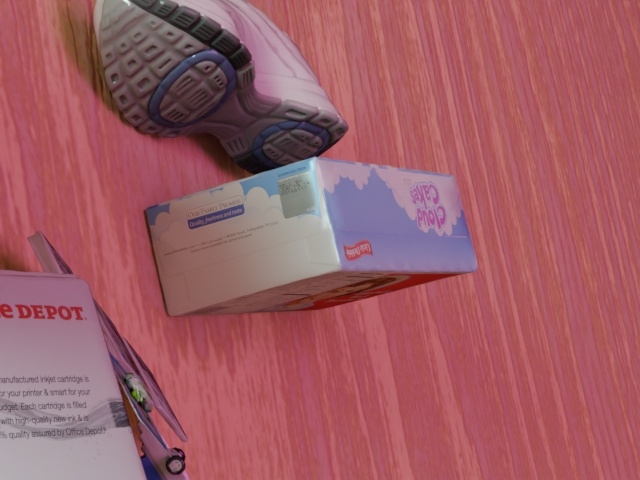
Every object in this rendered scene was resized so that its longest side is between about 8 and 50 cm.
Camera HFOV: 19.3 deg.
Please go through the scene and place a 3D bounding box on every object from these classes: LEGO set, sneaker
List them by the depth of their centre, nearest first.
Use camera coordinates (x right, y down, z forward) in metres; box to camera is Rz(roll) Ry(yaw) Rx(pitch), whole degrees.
[{"bbox_3d":[-0.119,0.129,1.206,0.244,0.060,0.182,55,-2,42],"label":"LEGO set"},{"bbox_3d":[-0.091,-0.146,1.477,0.297,0.111,0.129,32,32,-60],"label":"sneaker"}]

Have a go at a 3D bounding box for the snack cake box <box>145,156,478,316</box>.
[{"bbox_3d":[0.000,0.000,1.486,0.264,0.152,0.089,3,73,-64],"label":"snack cake box"}]

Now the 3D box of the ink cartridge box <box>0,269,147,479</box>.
[{"bbox_3d":[-0.181,0.127,1.065,0.153,0.087,0.208,6,60,-53],"label":"ink cartridge box"}]
